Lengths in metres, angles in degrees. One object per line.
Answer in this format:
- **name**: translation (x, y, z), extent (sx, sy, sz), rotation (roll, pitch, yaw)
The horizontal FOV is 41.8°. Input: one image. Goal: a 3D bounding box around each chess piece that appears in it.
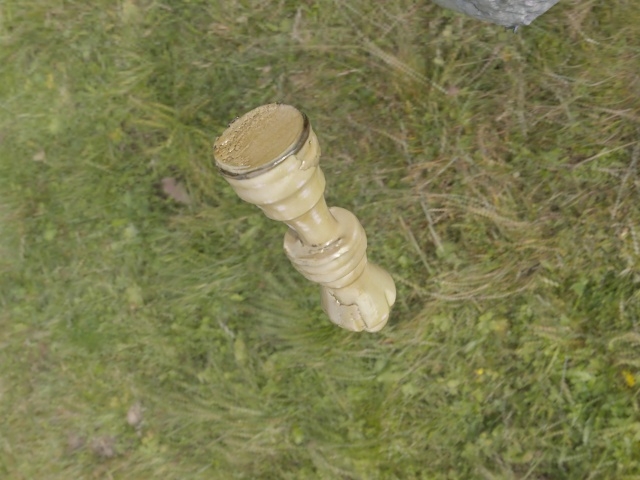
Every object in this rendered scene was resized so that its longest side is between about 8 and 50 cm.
- **chess piece**: translation (0.001, -0.001, 0.497), extent (0.060, 0.060, 0.172), rotation (6, 144, 35)

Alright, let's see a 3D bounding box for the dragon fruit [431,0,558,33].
- **dragon fruit**: translation (0.103, -0.308, 0.639), extent (0.221, 0.204, 0.282), rotation (130, 152, -64)
